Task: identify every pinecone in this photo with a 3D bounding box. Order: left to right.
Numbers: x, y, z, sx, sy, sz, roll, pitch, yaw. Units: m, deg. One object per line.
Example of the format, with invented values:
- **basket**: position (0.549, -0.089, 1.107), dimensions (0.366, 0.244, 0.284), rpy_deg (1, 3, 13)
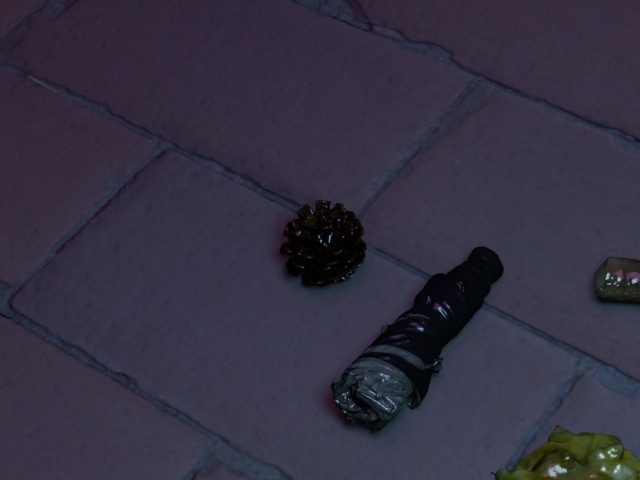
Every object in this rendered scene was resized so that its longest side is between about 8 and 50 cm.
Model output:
- **pinecone**: position (0.002, 0.000, 2.171), dimensions (0.140, 0.121, 0.140), rpy_deg (-7, 44, 7)

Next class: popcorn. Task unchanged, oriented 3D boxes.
- **popcorn**: position (0.309, 0.354, 1.800), dimensions (0.249, 0.249, 0.225), rpy_deg (-38, 44, -20)

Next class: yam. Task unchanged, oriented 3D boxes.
- **yam**: position (0.584, 0.058, 2.077), dimensions (0.356, 0.081, 0.081), rpy_deg (1, 53, 7)

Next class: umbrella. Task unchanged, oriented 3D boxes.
- **umbrella**: position (0.155, 0.140, 2.073), dimensions (0.113, 0.106, 0.357), rpy_deg (34, 56, 18)
